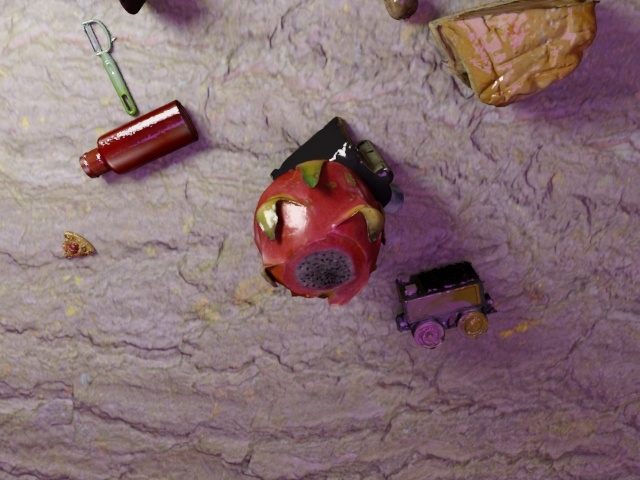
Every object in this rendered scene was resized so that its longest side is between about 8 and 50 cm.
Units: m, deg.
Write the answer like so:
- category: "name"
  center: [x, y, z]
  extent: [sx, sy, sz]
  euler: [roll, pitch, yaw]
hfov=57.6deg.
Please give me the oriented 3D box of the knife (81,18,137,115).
- category: "knife"
  center: [-0.444, -0.374, 1.260]
  extent: [0.054, 0.015, 0.212]
  euler: [-21, 114, -3]

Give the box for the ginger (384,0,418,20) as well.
- category: "ginger"
  center: [0.133, -0.545, 1.185]
  extent: [0.104, 0.080, 0.204]
  euler: [-28, 112, 3]

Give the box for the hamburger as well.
- category: "hamburger"
  center: [0.396, -0.394, 1.231]
  extent: [0.329, 0.162, 0.209]
  euler: [-9, 118, -2]

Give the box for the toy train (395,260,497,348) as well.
- category: "toy train"
  center: [0.318, 0.167, 1.500]
  extent: [0.260, 0.134, 0.177]
  euler: [-14, 115, 2]

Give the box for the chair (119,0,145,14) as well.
- category: "chair"
  center: [-0.299, -0.629, 1.037]
  extent: [0.226, 0.226, 0.401]
  euler: [41, 107, -20]

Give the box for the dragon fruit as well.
- category: "dragon fruit"
  center: [0.000, 0.000, 1.164]
  extent: [0.290, 0.189, 0.291]
  euler: [-5, 122, -8]

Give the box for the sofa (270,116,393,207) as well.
- category: "sofa"
  center: [0.028, -0.122, 1.323]
  extent: [0.258, 0.200, 0.182]
  euler: [-39, 123, 13]

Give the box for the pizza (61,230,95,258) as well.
- category: "pizza"
  center: [-0.603, 0.023, 1.425]
  extent: [0.083, 0.025, 0.078]
  euler: [35, 105, -19]

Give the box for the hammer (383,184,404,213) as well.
- category: "hammer"
  center: [0.120, -0.053, 1.424]
  extent: [0.116, 0.069, 0.194]
  euler: [16, 117, -12]

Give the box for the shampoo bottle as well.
- category: "shampoo bottle"
  center: [-0.412, -0.218, 1.307]
  extent: [0.260, 0.064, 0.102]
  euler: [-23, 118, 7]
